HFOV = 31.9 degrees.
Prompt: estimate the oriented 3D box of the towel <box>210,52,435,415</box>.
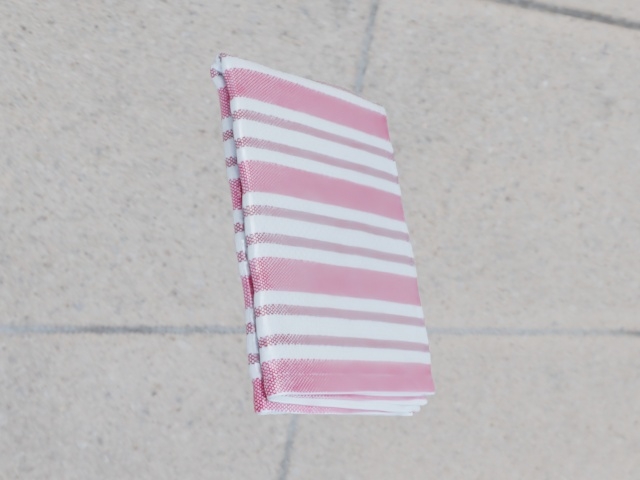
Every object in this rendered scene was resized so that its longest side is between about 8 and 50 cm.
[{"bbox_3d":[0.000,0.000,0.621,0.144,0.029,0.197,11,65,-51],"label":"towel"}]
